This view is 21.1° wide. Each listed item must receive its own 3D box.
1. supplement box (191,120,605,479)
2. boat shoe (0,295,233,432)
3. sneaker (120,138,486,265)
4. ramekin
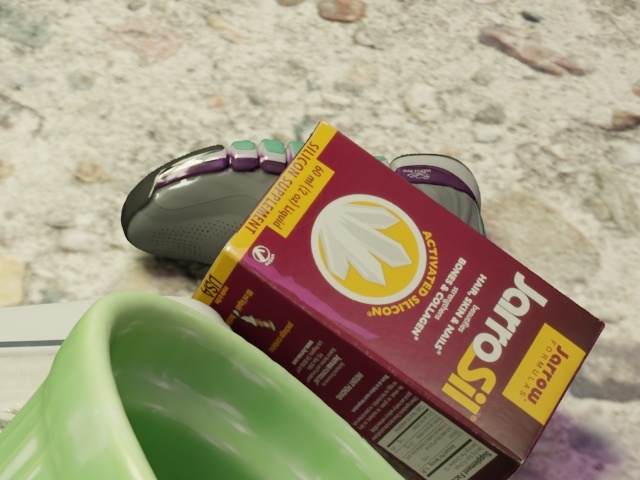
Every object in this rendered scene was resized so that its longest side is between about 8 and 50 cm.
[{"bbox_3d":[0.040,0.040,0.910,0.188,0.081,0.104,36,58,0],"label":"supplement box"},{"bbox_3d":[-0.185,0.127,0.788,0.367,0.136,0.156,-3,47,-31],"label":"boat shoe"},{"bbox_3d":[0.000,0.000,0.994,0.223,0.083,0.098,-3,50,-18],"label":"sneaker"},{"bbox_3d":[-0.027,0.178,0.647,0.303,0.148,0.303,45,9,-9],"label":"ramekin"}]
